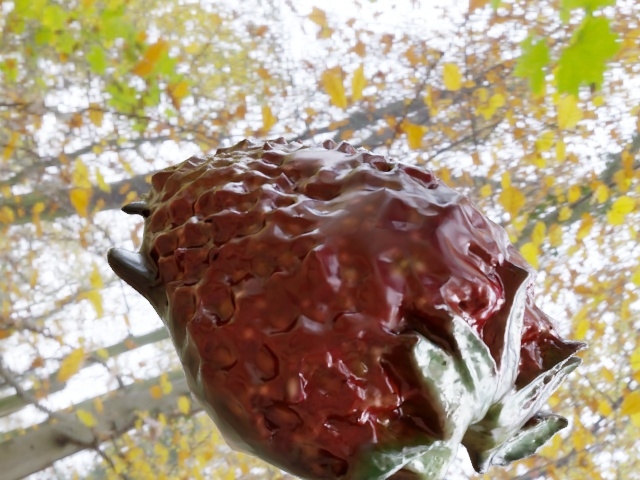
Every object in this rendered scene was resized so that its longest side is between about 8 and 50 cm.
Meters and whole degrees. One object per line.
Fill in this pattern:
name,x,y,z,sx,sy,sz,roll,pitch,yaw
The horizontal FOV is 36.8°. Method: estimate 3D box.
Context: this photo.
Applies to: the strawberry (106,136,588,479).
strawberry,0.000,0.000,0.551,0.306,0.233,0.138,45,-55,32
